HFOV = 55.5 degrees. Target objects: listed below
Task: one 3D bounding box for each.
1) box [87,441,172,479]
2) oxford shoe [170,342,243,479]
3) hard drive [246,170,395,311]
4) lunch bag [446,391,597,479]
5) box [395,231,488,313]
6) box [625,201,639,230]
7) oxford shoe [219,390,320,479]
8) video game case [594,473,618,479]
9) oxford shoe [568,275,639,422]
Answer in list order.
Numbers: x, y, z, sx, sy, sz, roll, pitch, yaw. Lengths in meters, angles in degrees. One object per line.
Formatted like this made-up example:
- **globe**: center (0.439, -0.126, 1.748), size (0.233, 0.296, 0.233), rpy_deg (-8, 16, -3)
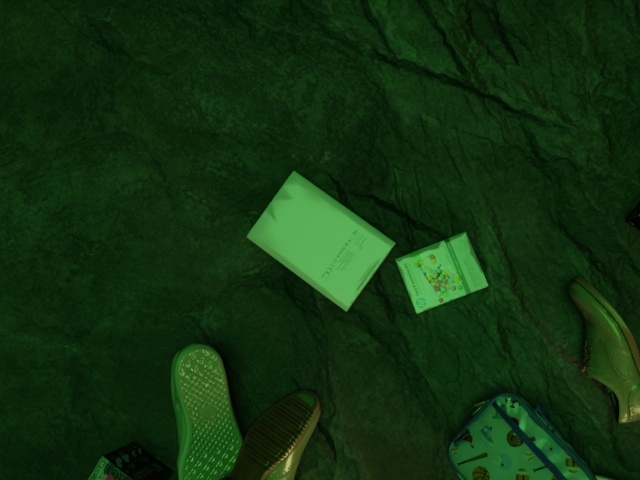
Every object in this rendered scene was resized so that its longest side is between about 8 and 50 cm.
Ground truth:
- **box**: center (-0.508, 0.655, 1.495), size (0.142, 0.163, 0.247), rpy_deg (30, 90, 12)
- **oxford shoe**: center (-0.286, 0.464, 1.506), size (0.169, 0.130, 0.450), rpy_deg (-9, 97, -23)
- **hard drive**: center (0.000, 0.000, 1.539), size (0.318, 0.040, 0.210), rpy_deg (36, 91, 10)
- **lunch bag**: center (0.442, 0.492, 1.340), size (0.243, 0.115, 0.303), rpy_deg (-47, 55, 9)
- **box**: center (0.295, 0.079, 1.488), size (0.186, 0.038, 0.145), rpy_deg (-22, 82, 7)
- **box**: center (0.825, -0.064, 1.391), size (0.156, 0.093, 0.158), rpy_deg (40, 90, 10)
- **oxford shoe**: center (-0.119, 0.548, 1.472), size (0.397, 0.146, 0.140), rpy_deg (-51, 39, -13)
- **video game case**: center (0.654, 0.638, 1.348), size (0.284, 0.025, 0.204), rpy_deg (16, 85, -5)
- **oxford shoe**: center (0.643, 0.249, 1.377), size (0.130, 0.123, 0.349), rpy_deg (-30, 80, 11)
